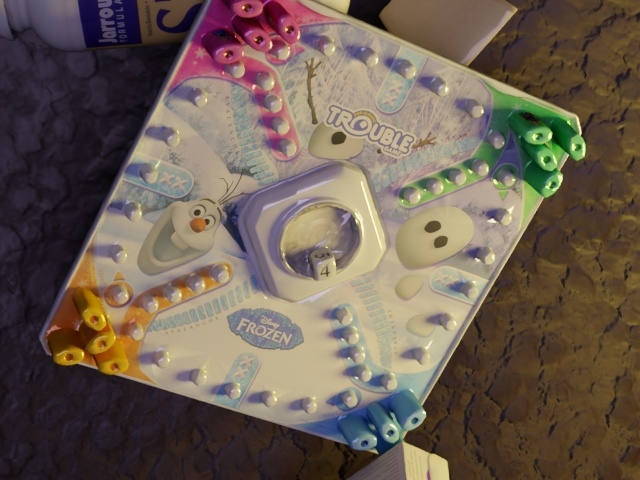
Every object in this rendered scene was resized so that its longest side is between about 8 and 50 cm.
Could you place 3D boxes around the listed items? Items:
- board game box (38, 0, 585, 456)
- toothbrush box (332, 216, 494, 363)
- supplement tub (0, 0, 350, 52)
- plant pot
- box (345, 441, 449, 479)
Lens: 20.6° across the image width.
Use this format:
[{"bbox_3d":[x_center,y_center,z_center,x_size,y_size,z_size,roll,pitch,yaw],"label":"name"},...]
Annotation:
[{"bbox_3d":[0.000,0.000,1.585,0.390,0.050,0.390,20,109,-26],"label":"board game box"},{"bbox_3d":[0.004,-0.032,1.702,0.295,0.126,0.216,-41,106,7],"label":"toothbrush box"},{"bbox_3d":[-0.148,-0.293,1.562,0.331,0.241,0.241,-6,105,-4],"label":"supplement tub"},{"bbox_3d":[0.116,-0.211,1.683,0.096,0.109,0.109,42,97,0],"label":"plant pot"},{"bbox_3d":[-0.003,0.308,1.742,0.063,0.067,0.324,27,129,-32],"label":"box"}]
